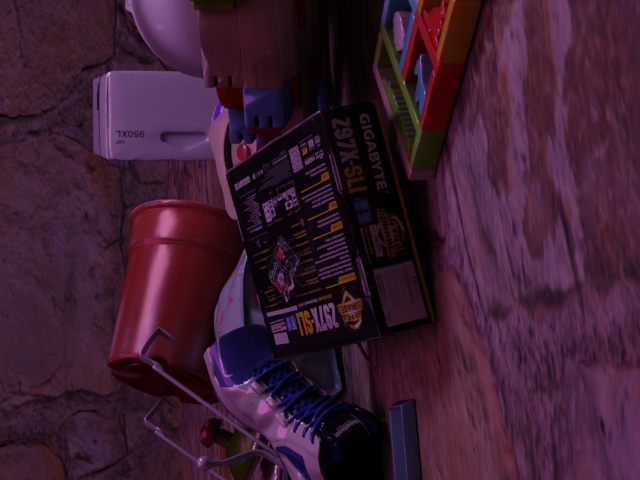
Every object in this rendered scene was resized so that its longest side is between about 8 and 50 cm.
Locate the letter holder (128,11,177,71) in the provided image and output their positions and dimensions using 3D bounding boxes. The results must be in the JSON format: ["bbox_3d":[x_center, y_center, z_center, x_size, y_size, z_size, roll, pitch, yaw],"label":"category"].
[{"bbox_3d":[-0.282,-0.481,2.729,0.152,0.214,0.302,58,178,-23],"label":"letter holder"}]

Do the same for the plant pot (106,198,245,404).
[{"bbox_3d":[-0.218,0.113,2.067,0.272,0.272,0.265,118,167,-65],"label":"plant pot"}]

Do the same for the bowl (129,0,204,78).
[{"bbox_3d":[-0.113,-0.367,1.781,0.134,0.298,0.297,21,115,48],"label":"bowl"}]

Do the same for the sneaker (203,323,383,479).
[{"bbox_3d":[-0.008,0.231,1.614,0.315,0.127,0.182,58,147,11],"label":"sneaker"}]

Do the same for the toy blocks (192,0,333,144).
[{"bbox_3d":[-0.062,-0.242,1.600,0.381,0.191,0.260,-60,-31,-66],"label":"toy blocks"}]

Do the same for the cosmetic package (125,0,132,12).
[{"bbox_3d":[-0.185,-0.406,2.048,0.296,0.129,0.153,36,127,40],"label":"cosmetic package"}]

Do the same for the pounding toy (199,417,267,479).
[{"bbox_3d":[-0.127,0.289,2.048,0.237,0.110,0.183,110,-174,-63],"label":"pounding toy"}]

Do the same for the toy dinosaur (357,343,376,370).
[{"bbox_3d":[0.042,0.050,1.561,0.112,0.064,0.211,-110,21,-49],"label":"toy dinosaur"}]

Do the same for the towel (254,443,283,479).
[{"bbox_3d":[-0.094,0.494,2.086,0.332,0.053,0.317,112,169,-56],"label":"towel"}]

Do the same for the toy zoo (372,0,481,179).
[{"bbox_3d":[0.109,-0.233,1.294,0.293,0.030,0.192,101,161,-46],"label":"toy zoo"}]

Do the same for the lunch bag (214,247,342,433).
[{"bbox_3d":[-0.072,0.133,1.860,0.223,0.160,0.262,120,139,-68],"label":"lunch bag"}]

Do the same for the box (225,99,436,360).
[{"bbox_3d":[0.000,0.000,1.487,0.322,0.079,0.257,-24,81,65],"label":"box"}]

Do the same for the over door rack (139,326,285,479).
[{"bbox_3d":[-0.168,0.318,1.853,0.324,0.108,0.239,43,152,22],"label":"over door rack"}]

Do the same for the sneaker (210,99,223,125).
[{"bbox_3d":[-0.116,-0.115,2.158,0.146,0.102,0.293,167,96,-72],"label":"sneaker"}]

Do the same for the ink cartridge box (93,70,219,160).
[{"bbox_3d":[-0.283,-0.238,2.414,0.395,0.286,0.166,-158,67,-75],"label":"ink cartridge box"}]

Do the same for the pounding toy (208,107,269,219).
[{"bbox_3d":[-0.071,-0.160,2.000,0.154,0.155,0.269,-24,76,45],"label":"pounding toy"}]

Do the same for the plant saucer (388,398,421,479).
[{"bbox_3d":[0.100,0.281,1.452,0.067,0.018,0.192,142,123,-74],"label":"plant saucer"}]
